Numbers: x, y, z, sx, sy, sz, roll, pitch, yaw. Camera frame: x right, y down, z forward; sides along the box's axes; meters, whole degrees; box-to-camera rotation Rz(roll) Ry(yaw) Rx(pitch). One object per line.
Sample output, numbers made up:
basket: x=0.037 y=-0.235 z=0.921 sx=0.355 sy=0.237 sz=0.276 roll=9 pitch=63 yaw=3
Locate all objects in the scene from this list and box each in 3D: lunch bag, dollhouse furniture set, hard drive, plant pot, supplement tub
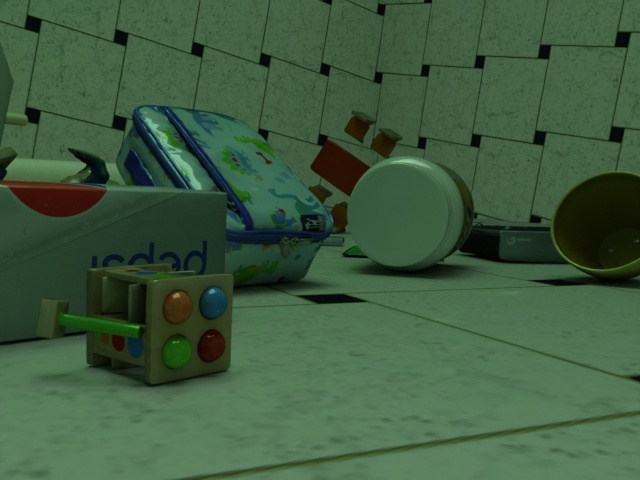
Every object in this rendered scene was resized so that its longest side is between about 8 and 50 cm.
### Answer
lunch bag: x=-0.104 y=-0.050 z=0.767 sx=0.176 sy=0.090 sz=0.219 roll=0 pitch=41 yaw=-44
dollhouse furniture set: x=0.098 y=-0.125 z=1.652 sx=0.259 sy=0.262 sz=0.135 roll=35 pitch=14 yaw=12
hard drive: x=0.358 y=0.002 z=1.187 sx=0.254 sy=0.054 sz=0.172 roll=1 pitch=4 yaw=-19
plant pot: x=0.364 y=-0.003 z=0.903 sx=0.134 sy=0.134 sz=0.095 roll=5 pitch=-23 yaw=40
supplement tub: x=0.118 y=-0.035 z=0.953 sx=0.144 sy=0.145 sz=0.199 roll=3 pitch=5 yaw=17

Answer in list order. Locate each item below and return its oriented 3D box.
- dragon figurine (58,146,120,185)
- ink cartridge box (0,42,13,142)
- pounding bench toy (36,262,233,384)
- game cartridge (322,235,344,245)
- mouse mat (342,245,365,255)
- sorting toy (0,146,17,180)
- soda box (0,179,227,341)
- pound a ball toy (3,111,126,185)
dragon figurine: x=-0.237 y=-0.017 z=0.845 sx=0.289 sy=0.144 sz=0.085 roll=16 pitch=3 yaw=-29
ink cartridge box: x=-0.366 y=-0.097 z=0.584 sx=0.171 sy=0.233 sz=0.168 roll=1 pitch=-29 yaw=-7
pounding bench toy: x=-0.093 y=0.042 z=0.377 sx=0.065 sy=0.052 sz=0.083 roll=6 pitch=6 yaw=41
game cartridge: x=0.000 y=0.000 z=1.320 sx=0.083 sy=0.017 sz=0.056 roll=2 pitch=0 yaw=6
mouse mat: x=0.119 y=0.019 z=1.174 sx=0.152 sy=0.007 sz=0.189 roll=3 pitch=3 yaw=8
sorting toy: x=-0.390 y=-0.029 z=0.785 sx=0.046 sy=0.132 sz=0.274 roll=45 pitch=14 yaw=-7
soda box: x=-0.196 y=0.010 z=0.482 sx=0.091 sy=0.098 sz=0.286 roll=6 pitch=5 yaw=41
pound a ball toy: x=-0.410 y=-0.091 z=1.022 sx=0.319 sy=0.208 sz=0.135 roll=-1 pitch=5 yaw=-45
